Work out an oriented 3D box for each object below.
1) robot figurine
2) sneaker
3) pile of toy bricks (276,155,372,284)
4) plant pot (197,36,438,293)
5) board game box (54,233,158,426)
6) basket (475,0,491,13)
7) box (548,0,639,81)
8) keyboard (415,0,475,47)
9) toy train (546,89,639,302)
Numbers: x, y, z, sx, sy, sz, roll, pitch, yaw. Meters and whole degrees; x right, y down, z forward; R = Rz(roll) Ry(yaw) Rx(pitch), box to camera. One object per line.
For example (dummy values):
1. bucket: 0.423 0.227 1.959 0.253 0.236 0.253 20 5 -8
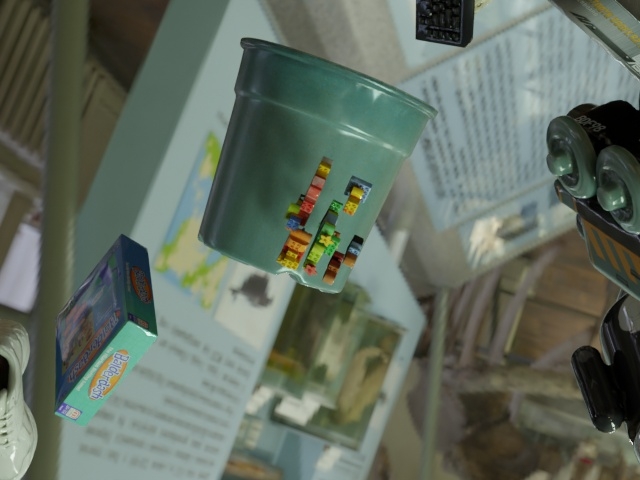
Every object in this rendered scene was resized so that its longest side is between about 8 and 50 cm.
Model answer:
1. robot figurine: 0.413 0.153 1.300 0.209 0.278 0.173 -29 134 24
2. sneaker: -0.445 0.230 1.581 0.090 0.232 0.115 -4 -170 -2
3. pile of toy bricks: 0.000 0.000 1.594 0.118 0.105 0.212 24 136 -2
4. plant pot: -0.027 -0.111 1.878 0.341 0.334 0.341 21 -177 -1
5. board game box: -0.274 0.109 1.462 0.047 0.160 0.210 32 -161 -26
6. basket: 0.239 -0.428 1.728 0.103 0.167 0.113 42 163 22
7. box: 0.290 -0.287 1.153 0.231 0.183 0.056 34 146 -27
8. keyboard: 0.146 -0.432 1.577 0.033 0.317 0.201 -10 -160 -29
9. toy train: 0.305 -0.009 0.966 0.334 0.142 0.190 -133 23 -61
